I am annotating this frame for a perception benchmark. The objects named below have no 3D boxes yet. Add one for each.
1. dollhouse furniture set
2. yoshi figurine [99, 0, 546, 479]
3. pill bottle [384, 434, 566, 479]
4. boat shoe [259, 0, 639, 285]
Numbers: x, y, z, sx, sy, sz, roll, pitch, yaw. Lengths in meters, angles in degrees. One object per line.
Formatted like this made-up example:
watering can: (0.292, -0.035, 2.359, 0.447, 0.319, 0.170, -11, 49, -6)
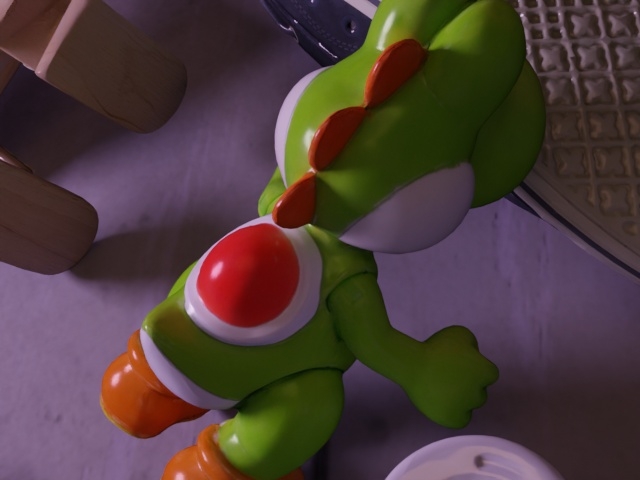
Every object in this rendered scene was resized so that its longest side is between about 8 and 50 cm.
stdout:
dollhouse furniture set: (-0.234, -0.214, 0.935, 0.362, 0.256, 0.394, 35, 92, 29)
yoshi figurine: (0.022, 0.005, 0.676, 0.203, 0.362, 0.203, 28, 26, -13)
pill bottle: (0.088, 0.186, 0.594, 0.108, 0.180, 0.108, -6, 58, 9)
boat shoe: (0.119, -0.138, 0.812, 0.500, 0.156, 0.187, 41, 71, 15)
